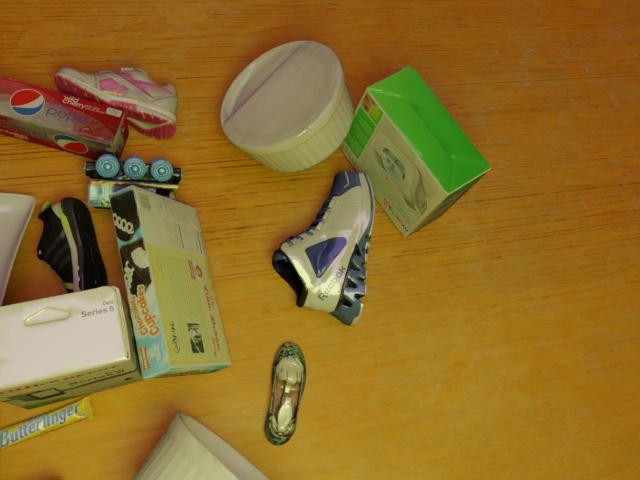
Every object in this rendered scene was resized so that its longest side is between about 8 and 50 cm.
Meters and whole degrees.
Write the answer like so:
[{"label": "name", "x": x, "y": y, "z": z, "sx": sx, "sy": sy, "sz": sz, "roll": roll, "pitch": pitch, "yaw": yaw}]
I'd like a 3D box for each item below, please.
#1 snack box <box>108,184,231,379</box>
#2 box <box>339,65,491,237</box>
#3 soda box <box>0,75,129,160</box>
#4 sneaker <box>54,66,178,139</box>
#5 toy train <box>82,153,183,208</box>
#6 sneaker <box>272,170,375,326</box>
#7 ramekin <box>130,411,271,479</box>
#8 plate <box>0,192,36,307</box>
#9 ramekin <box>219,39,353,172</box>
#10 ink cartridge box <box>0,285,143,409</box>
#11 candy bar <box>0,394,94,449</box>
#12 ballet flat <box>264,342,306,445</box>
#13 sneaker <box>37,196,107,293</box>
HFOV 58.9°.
[{"label": "snack box", "x": -0.262, "y": 0.076, "z": 1.001, "sx": 0.060, "sy": 0.187, "sz": 0.321, "roll": -22, "pitch": 72, "yaw": 18}, {"label": "box", "x": 0.182, "y": -0.175, "z": 1.168, "sx": 0.127, "sy": 0.231, "sz": 0.261, "roll": -30, "pitch": 80, "yaw": -22}, {"label": "soda box", "x": -0.518, "y": -0.234, "z": 1.104, "sx": 0.264, "sy": 0.092, "sz": 0.083, "roll": 15, "pitch": 68, "yaw": -8}, {"label": "sneaker", "x": -0.406, "y": -0.299, "z": 1.159, "sx": 0.253, "sy": 0.103, "sz": 0.111, "roll": 19, "pitch": 63, "yaw": -13}, {"label": "toy train", "x": -0.360, "y": -0.109, "z": 1.095, "sx": 0.184, "sy": 0.080, "sz": 0.105, "roll": 2, "pitch": 100, "yaw": -20}, {"label": "sneaker", "x": 0.000, "y": 0.001, "z": 1.118, "sx": 0.183, "sy": 0.127, "sz": 0.315, "roll": 9, "pitch": 70, "yaw": -12}, {"label": "ramekin", "x": -0.158, "y": 0.402, "z": 0.861, "sx": 0.277, "sy": 0.277, "sz": 0.135, "roll": 39, "pitch": 75, "yaw": 3}, {"label": "plate", "x": -0.662, "y": 0.024, "z": 0.969, "sx": 0.278, "sy": 0.045, "sz": 0.277, "roll": 4, "pitch": 51, "yaw": -12}, {"label": "ramekin", "x": -0.058, "y": -0.261, "z": 1.148, "sx": 0.273, "sy": 0.127, "sz": 0.272, "roll": -13, "pitch": 58, "yaw": 21}, {"label": "ink cartridge box", "x": -0.393, "y": 0.175, "z": 0.883, "sx": 0.199, "sy": 0.273, "sz": 0.114, "roll": -11, "pitch": 73, "yaw": -16}, {"label": "candy bar", "x": -0.467, "y": 0.310, "z": 0.956, "sx": 0.162, "sy": 0.018, "sz": 0.040, "roll": -17, "pitch": 75, "yaw": -19}, {"label": "ballet flat", "x": -0.059, "y": 0.277, "z": 1.037, "sx": 0.070, "sy": 0.070, "sz": 0.188, "roll": 9, "pitch": 68, "yaw": -10}, {"label": "sneaker", "x": -0.463, "y": 0.033, "z": 1.041, "sx": 0.097, "sy": 0.084, "sz": 0.234, "roll": -18, "pitch": 73, "yaw": 6}]
